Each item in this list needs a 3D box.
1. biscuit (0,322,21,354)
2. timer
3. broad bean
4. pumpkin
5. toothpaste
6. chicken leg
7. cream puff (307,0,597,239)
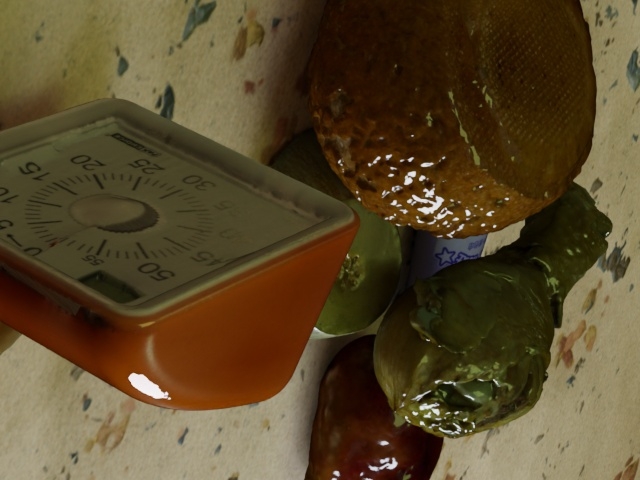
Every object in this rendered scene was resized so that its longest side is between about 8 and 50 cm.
[{"bbox_3d":[-0.222,0.022,1.538,0.208,0.047,0.164,-14,117,-52],"label":"biscuit"},{"bbox_3d":[-0.151,0.012,1.366,0.250,0.257,0.161,-4,116,-56],"label":"timer"},{"bbox_3d":[0.055,0.207,2.008,0.156,0.122,0.228,-20,121,-54],"label":"broad bean"},{"bbox_3d":[0.015,0.009,1.849,0.217,0.110,0.217,-31,134,-38],"label":"pumpkin"},{"bbox_3d":[0.130,0.026,2.078,0.125,0.080,0.371,-28,137,-54],"label":"toothpaste"},{"bbox_3d":[0.185,0.056,1.961,0.429,0.153,0.201,-44,112,-47],"label":"chicken leg"},{"bbox_3d":[0.109,-0.144,1.783,0.303,0.212,0.303,7,81,-51],"label":"cream puff"}]
